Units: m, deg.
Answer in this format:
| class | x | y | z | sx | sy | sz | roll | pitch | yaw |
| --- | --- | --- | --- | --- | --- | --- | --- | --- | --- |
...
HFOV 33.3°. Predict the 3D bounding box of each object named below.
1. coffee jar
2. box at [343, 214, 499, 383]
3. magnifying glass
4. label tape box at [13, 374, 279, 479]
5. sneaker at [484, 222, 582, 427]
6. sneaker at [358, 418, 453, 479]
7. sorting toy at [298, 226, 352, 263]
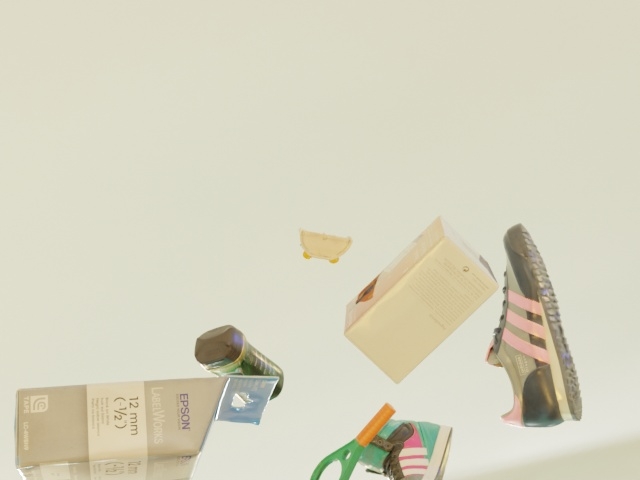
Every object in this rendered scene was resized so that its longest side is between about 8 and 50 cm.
| class | x | y | z | sx | sy | sz | roll | pitch | yaw |
| --- | --- | --- | --- | --- | --- | --- | --- | --- | --- |
| coffee jar | -0.153 | 0.232 | 2.002 | 0.096 | 0.079 | 0.184 | -19 | -43 | 23 |
| box | 0.119 | 0.069 | 1.294 | 0.170 | 0.091 | 0.130 | -45 | 7 | 10 |
| magnifying glass | 0.059 | 0.400 | 2.014 | 0.026 | 0.092 | 0.231 | 36 | -84 | -27 |
| label tape box | -0.241 | 0.279 | 1.500 | 0.348 | 0.115 | 0.249 | 0 | -23 | -11 |
| sneaker | 0.303 | 0.133 | 1.648 | 0.131 | 0.319 | 0.112 | -18 | -21 | 22 |
| sneaker | 0.143 | 0.452 | 2.092 | 0.179 | 0.295 | 0.123 | 12 | -57 | 15 |
| sorting toy | 0.000 | 0.000 | 1.650 | 0.083 | 0.075 | 0.044 | 10 | -73 | -11 |
